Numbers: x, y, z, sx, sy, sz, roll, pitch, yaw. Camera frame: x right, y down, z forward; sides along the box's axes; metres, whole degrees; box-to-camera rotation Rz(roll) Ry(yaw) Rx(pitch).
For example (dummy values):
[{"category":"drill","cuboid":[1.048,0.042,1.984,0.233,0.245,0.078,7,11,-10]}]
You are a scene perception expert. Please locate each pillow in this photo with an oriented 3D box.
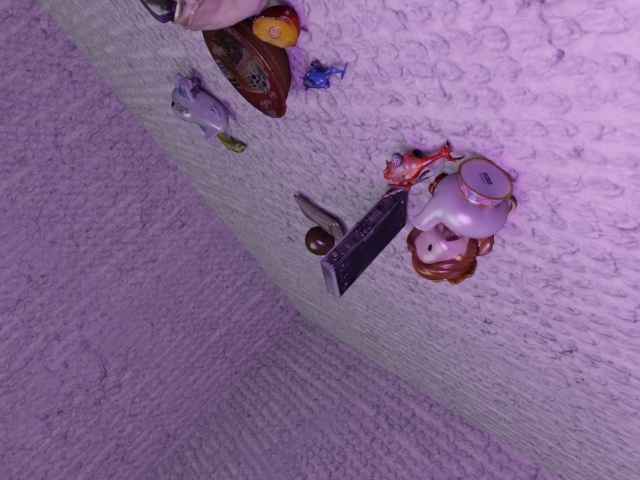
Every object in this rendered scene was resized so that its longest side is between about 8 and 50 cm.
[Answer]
[{"category":"pillow","cuboid":[0.000,-0.069,1.981,0.232,0.038,0.131,36,166,34]}]

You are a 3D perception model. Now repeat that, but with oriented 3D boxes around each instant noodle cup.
[{"category":"instant noodle cup","cuboid":[-0.143,-0.405,1.346,0.274,0.091,0.274,42,165,14]}]

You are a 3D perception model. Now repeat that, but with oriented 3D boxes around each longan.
[{"category":"longan","cuboid":[0.000,0.000,2.074,0.113,0.092,0.114,9,108,30]}]

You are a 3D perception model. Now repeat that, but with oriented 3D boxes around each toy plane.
[{"category":"toy plane","cuboid":[-0.387,-0.416,1.932,0.267,0.122,0.267,44,166,14]},{"category":"toy plane","cuboid":[0.007,-0.334,1.233,0.062,0.054,0.167,23,174,-22]},{"category":"toy plane","cuboid":[0.181,-0.144,1.170,0.194,0.126,0.077,151,102,-76]}]

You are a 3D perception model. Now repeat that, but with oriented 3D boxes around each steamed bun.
[{"category":"steamed bun","cuboid":[-0.258,-0.525,1.117,0.320,0.206,0.275,48,168,2]}]

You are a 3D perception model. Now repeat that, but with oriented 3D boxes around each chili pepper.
[{"category":"chili pepper","cuboid":[-0.327,-0.351,2.099,0.208,0.043,0.049,37,176,30]}]

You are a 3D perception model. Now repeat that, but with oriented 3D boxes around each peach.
[{"category":"peach","cuboid":[-0.082,-0.424,1.174,0.098,0.062,0.098,12,158,5]}]

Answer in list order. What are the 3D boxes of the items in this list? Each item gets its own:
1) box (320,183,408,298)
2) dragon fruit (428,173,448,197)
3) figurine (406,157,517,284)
[{"category":"box","cuboid":[0.110,0.003,1.419,0.045,0.270,0.211,38,163,20]},{"category":"dragon fruit","cuboid":[0.261,-0.071,1.208,0.126,0.068,0.112,42,163,9]},{"category":"figurine","cuboid":[0.252,-0.021,1.111,0.264,0.189,0.142,108,161,-47]}]
